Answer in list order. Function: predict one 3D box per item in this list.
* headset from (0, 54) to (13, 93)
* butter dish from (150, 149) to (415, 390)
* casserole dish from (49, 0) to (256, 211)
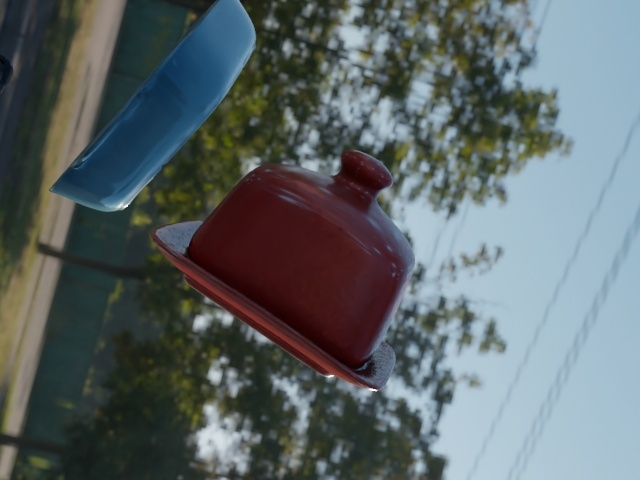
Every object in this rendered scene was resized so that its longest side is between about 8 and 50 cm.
[{"bbox_3d":[-0.217,-0.222,0.535,0.243,0.185,0.394,123,-32,-53],"label":"headset"},{"bbox_3d":[0.000,0.000,0.745,0.118,0.160,0.160,-56,176,6],"label":"butter dish"},{"bbox_3d":[-0.081,-0.074,0.662,0.114,0.037,0.188,-45,-169,21],"label":"casserole dish"}]
